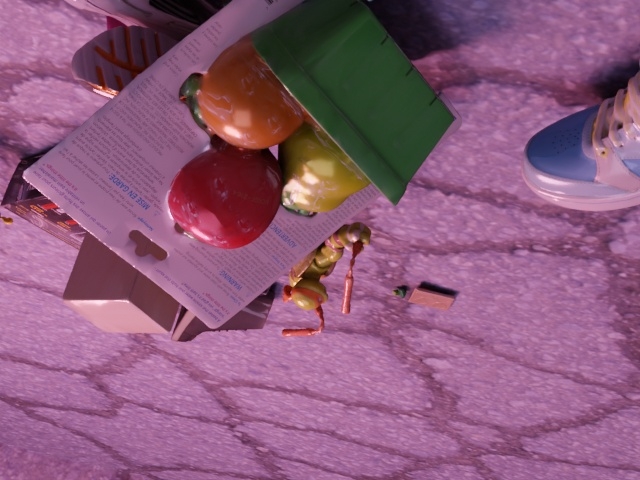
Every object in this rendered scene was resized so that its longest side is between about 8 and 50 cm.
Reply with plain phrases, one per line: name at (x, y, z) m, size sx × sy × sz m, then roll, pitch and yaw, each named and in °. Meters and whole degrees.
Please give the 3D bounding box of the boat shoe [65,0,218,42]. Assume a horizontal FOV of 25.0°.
boat shoe at (-0.188, -0.262, 1.445) m, size 0.076 × 0.083 × 0.226 m, roll -18°, pitch 152°, yaw 35°

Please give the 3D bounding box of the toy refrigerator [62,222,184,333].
toy refrigerator at (-0.196, -0.028, 1.687) m, size 0.102 × 0.269 × 0.094 m, roll -2°, pitch 149°, yaw 33°

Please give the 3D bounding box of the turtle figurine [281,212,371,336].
turtle figurine at (0.000, 0.000, 1.689) m, size 0.087 × 0.217 × 0.269 m, roll 20°, pitch 155°, yaw -7°

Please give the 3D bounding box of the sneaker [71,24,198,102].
sneaker at (-0.154, -0.163, 1.472) m, size 0.215 × 0.084 × 0.083 m, roll 1°, pitch 159°, yaw -30°

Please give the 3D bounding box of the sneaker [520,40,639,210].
sneaker at (0.306, -0.136, 1.342) m, size 0.319 × 0.127 × 0.208 m, roll -12°, pitch 146°, yaw 30°

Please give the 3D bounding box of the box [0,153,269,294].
box at (-0.240, -0.017, 1.944) m, size 0.307 × 0.076 × 0.242 m, roll 32°, pitch 157°, yaw -31°

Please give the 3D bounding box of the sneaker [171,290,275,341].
sneaker at (-0.150, 0.117, 2.183) m, size 0.118 × 0.083 × 0.222 m, roll 21°, pitch 154°, yaw -11°

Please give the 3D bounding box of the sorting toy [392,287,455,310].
sorting toy at (0.142, 0.076, 2.006) m, size 0.083 × 0.012 × 0.062 m, roll 14°, pitch 160°, yaw -3°

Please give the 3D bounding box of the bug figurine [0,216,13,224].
bug figurine at (-0.517, -0.114, 1.870) m, size 0.216 × 0.072 × 0.279 m, roll 15°, pitch 143°, yaw 19°

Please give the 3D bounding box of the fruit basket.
fruit basket at (-0.065, -0.098, 1.430) m, size 0.353 × 0.165 × 0.327 m, roll -36°, pitch 136°, yaw 11°

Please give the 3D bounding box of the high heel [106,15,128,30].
high heel at (-0.231, -0.135, 1.592) m, size 0.117 × 0.082 × 0.244 m, roll 21°, pitch 120°, yaw -25°
